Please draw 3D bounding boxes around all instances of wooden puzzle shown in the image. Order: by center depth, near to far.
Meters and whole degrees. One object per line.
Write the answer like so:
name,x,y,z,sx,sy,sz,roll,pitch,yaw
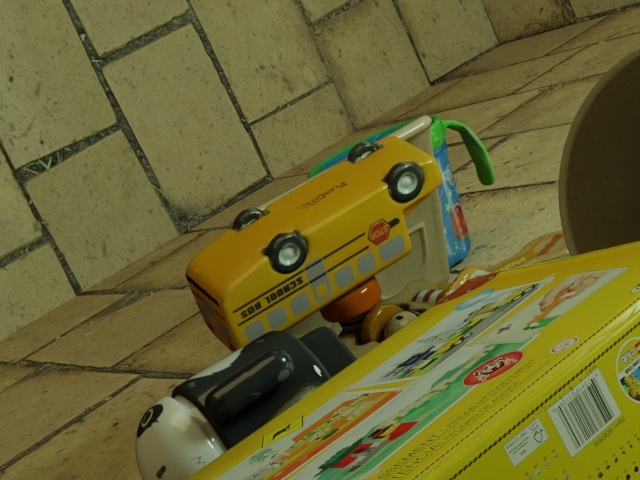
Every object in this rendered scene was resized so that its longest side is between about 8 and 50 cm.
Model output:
wooden puzzle,0.027,0.010,1.755,0.322,0.348,0.080,-29,48,-19

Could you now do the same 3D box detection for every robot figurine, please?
robot figurine,-0.079,0.210,1.434,0.278,0.209,0.173,-30,26,-23

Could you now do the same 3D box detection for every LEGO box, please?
LEGO box,0.102,0.203,0.987,0.500,0.193,0.372,-32,7,-30

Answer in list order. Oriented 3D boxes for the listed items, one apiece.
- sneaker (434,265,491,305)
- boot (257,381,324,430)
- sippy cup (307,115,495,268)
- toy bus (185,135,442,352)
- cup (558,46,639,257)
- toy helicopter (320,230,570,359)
sneaker,0.130,0.170,1.359,0.296,0.131,0.112,-51,-6,-11
boot,-0.044,0.269,1.257,0.246,0.083,0.161,-53,16,0
sippy cup,0.127,-0.052,2.005,0.305,0.224,0.240,-21,12,19
toy bus,0.000,0.000,1.562,0.332,0.130,0.108,-31,34,-18
cup,0.449,-0.055,1.284,0.331,0.331,0.237,-13,0,44
toy helicopter,0.182,0.082,1.562,0.355,0.140,0.235,-27,17,-9
